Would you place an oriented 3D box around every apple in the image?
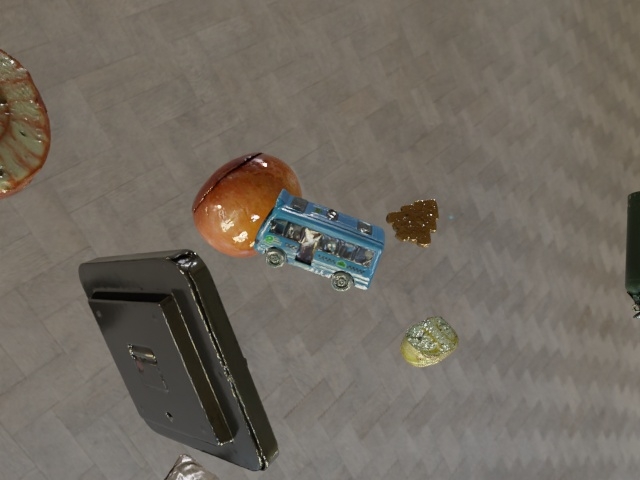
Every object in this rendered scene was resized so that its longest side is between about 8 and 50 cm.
[{"bbox_3d":[-0.171,-0.082,1.243,0.272,0.251,0.206,-39,88,-1],"label":"apple"}]

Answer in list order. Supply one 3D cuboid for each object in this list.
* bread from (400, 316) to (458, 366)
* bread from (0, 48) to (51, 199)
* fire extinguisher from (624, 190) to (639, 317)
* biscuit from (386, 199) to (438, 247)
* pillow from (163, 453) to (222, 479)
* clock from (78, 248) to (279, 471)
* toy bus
[{"bbox_3d":[0.209,0.210,1.022,0.083,0.094,0.157,55,21,23],"label":"bread"},{"bbox_3d":[-0.680,-0.231,0.974,0.295,0.114,0.327,-26,95,-47],"label":"bread"},{"bbox_3d":[0.777,0.036,1.218,0.115,0.095,0.310,16,76,-35],"label":"fire extinguisher"},{"bbox_3d":[0.150,-0.032,0.801,0.092,0.082,0.016,-47,159,-22],"label":"biscuit"},{"bbox_3d":[-0.137,0.433,0.744,0.248,0.049,0.135,39,45,-5],"label":"pillow"},{"bbox_3d":[-0.193,0.147,0.633,0.049,0.279,0.273,-32,109,-43],"label":"clock"},{"bbox_3d":[0.000,0.000,1.027,0.247,0.113,0.134,20,114,-2],"label":"toy bus"}]
